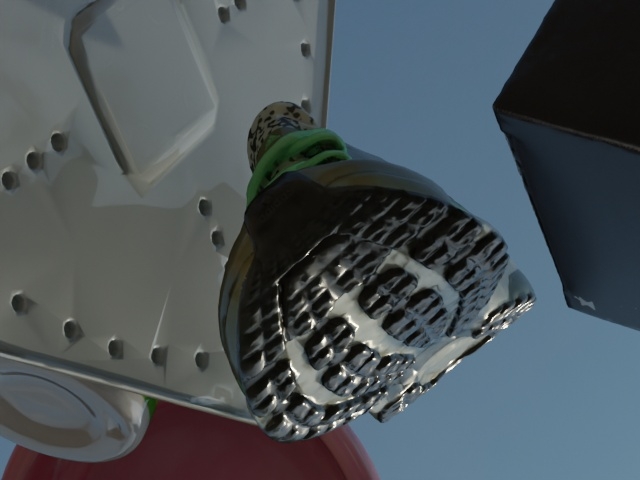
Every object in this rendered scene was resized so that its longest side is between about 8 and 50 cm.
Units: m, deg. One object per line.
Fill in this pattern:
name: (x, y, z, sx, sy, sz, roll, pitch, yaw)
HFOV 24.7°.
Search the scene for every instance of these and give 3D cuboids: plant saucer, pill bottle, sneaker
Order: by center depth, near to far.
sneaker: (0.000, 0.000, 0.822, 0.158, 0.410, 0.182, -41, -104, 3)
pill bottle: (-0.146, 0.014, 0.998, 0.136, 0.246, 0.136, 12, -37, 9)
plant saucer: (-0.095, 0.246, 1.150, 0.332, 0.084, 0.332, -1, -92, 17)

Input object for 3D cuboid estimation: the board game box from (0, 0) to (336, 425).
board game box: (-0.125, -0.101, 0.914, 0.050, 0.390, 0.390, -6, -108, 33)

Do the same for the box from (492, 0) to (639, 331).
box: (0.162, -0.059, 0.619, 0.093, 0.156, 0.158, 19, -113, 32)
